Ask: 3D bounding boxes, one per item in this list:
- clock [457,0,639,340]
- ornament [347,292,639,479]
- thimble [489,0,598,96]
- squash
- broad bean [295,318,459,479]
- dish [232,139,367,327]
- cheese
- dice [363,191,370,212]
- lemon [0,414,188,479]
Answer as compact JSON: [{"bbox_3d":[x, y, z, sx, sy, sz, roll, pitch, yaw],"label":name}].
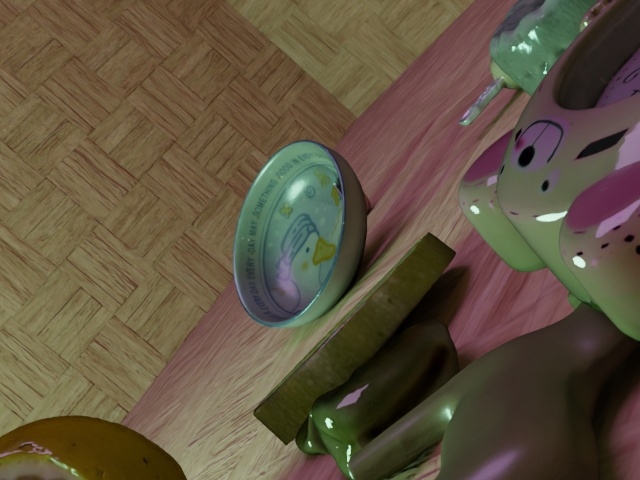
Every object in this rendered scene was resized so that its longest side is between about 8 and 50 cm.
[{"bbox_3d":[0.222,-0.093,0.591,0.309,0.114,0.284,-42,15,-1],"label":"clock"},{"bbox_3d":[0.109,0.097,0.627,0.245,0.061,0.230,-38,8,21],"label":"ornament"},{"bbox_3d":[0.261,-0.192,0.921,0.237,0.150,0.237,-47,7,8],"label":"thimble"},{"bbox_3d":[0.036,0.089,1.108,0.252,0.049,0.252,-48,-4,-4],"label":"squash"},{"bbox_3d":[0.043,0.121,0.898,0.153,0.072,0.207,-37,5,-1],"label":"broad bean"},{"bbox_3d":[0.000,0.000,1.655,0.273,0.134,0.273,-22,62,50],"label":"dish"},{"bbox_3d":[0.271,-0.246,1.577,0.227,0.064,0.137,-50,5,1],"label":"cheese"},{"bbox_3d":[0.025,-0.055,1.990,0.091,0.094,0.093,-52,5,-17],"label":"dice"},{"bbox_3d":[-0.216,0.282,1.044,0.240,0.240,0.219,-49,-19,4],"label":"lemon"}]
